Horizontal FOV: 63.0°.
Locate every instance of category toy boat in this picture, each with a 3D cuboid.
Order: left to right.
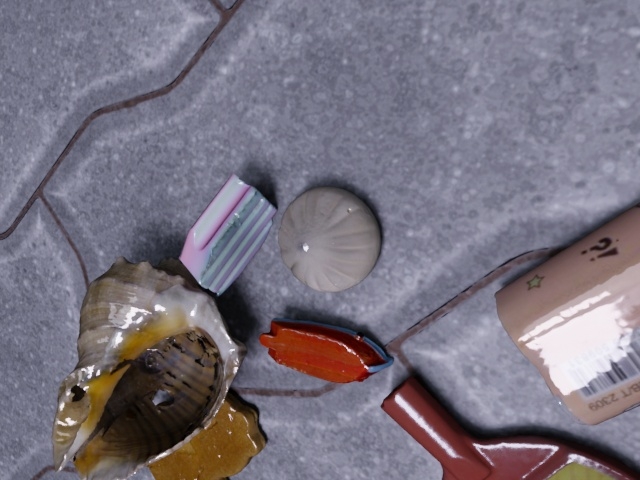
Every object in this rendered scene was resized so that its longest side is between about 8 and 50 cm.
[{"bbox_3d":[0.008,0.143,0.686,0.173,0.059,0.069,10,102,19],"label":"toy boat"}]

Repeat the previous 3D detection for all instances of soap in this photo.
[{"bbox_3d":[-0.126,-0.004,0.708,0.056,0.100,0.149,34,86,25],"label":"soap"}]

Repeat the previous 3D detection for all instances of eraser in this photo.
[{"bbox_3d":[0.335,0.048,0.490,0.291,0.087,0.171,-40,82,27],"label":"eraser"}]

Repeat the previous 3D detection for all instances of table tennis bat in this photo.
[{"bbox_3d":[0.238,0.321,0.600,0.415,0.051,0.268,44,114,12],"label":"table tennis bat"}]

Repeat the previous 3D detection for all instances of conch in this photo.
[{"bbox_3d":[-0.230,0.175,0.738,0.264,0.186,0.323,16,80,24],"label":"conch"}]

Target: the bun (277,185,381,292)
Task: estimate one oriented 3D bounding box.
[{"bbox_3d":[0.000,0.000,0.650,0.138,0.094,0.138,3,95,29],"label":"bun"}]

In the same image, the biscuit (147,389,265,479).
[{"bbox_3d":[-0.191,0.320,0.825,0.249,0.035,0.184,-45,77,24],"label":"biscuit"}]

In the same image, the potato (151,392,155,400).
[{"bbox_3d":[-0.343,0.242,0.872,0.138,0.070,0.091,6,101,26],"label":"potato"}]
